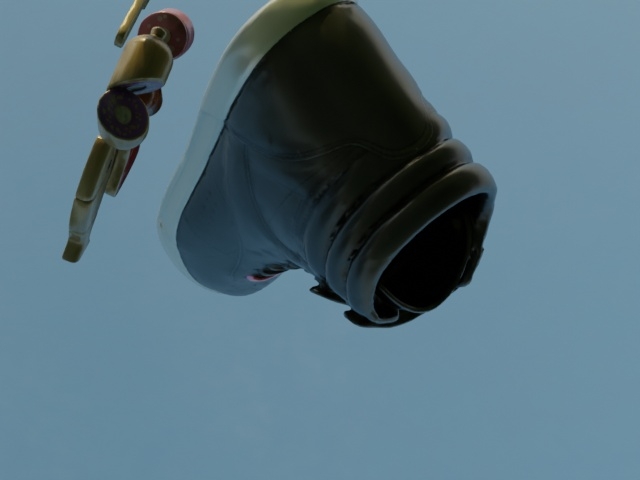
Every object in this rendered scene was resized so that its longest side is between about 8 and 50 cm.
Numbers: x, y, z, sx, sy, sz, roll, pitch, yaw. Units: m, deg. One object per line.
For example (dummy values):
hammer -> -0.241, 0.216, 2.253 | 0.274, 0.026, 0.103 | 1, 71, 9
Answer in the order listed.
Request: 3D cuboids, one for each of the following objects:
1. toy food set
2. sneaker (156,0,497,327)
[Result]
toy food set -> -0.070, -0.051, 0.616 | 0.019, 0.122, 0.078 | 21, -131, -1
sneaker -> 0.000, 0.000, 0.837 | 0.104, 0.296, 0.147 | -31, -105, -23
